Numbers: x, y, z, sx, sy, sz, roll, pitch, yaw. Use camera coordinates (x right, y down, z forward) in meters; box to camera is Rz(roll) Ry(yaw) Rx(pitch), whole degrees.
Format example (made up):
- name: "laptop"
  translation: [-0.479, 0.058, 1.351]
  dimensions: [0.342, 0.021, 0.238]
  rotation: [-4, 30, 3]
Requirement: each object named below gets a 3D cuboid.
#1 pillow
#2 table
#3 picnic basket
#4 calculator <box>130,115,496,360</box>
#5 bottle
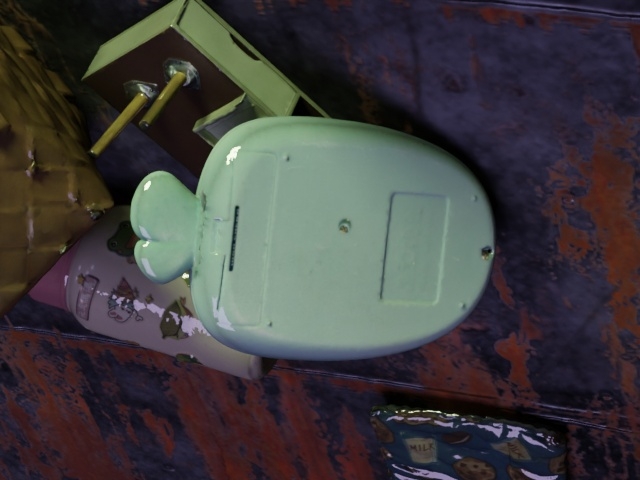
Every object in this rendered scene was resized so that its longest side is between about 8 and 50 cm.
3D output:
- name: "pillow"
  translation: [0.151, 0.239, 1.777]
  dimensions: [0.189, 0.034, 0.255]
  rotation: [10, 143, 18]
- name: "table"
  translation: [-0.070, -0.060, 1.441]
  dimensions: [0.240, 0.111, 0.122]
  rotation: [40, 141, -23]
- name: "picnic basket"
  translation: [-0.341, -0.059, 1.479]
  dimensions: [0.254, 0.291, 0.321]
  rotation: [46, -177, -32]
- name: "calculator"
  translation: [0.000, 0.000, 1.391]
  dimensions: [0.295, 0.184, 0.042]
  rotation: [3, -174, -23]
- name: "bottle"
  translation: [-0.151, 0.032, 1.606]
  dimensions: [0.253, 0.120, 0.120]
  rotation: [17, 145, 12]
